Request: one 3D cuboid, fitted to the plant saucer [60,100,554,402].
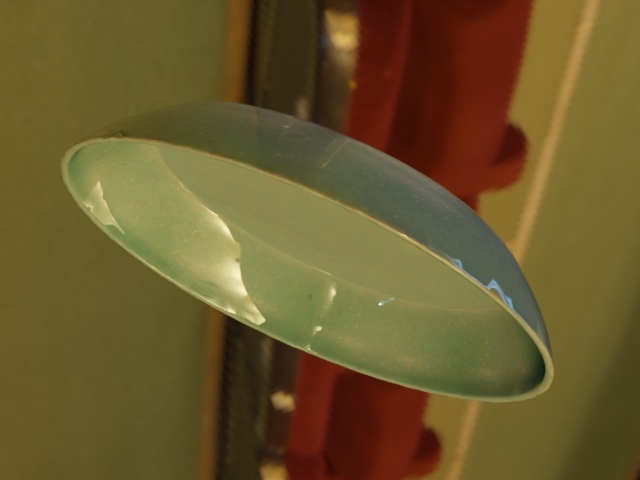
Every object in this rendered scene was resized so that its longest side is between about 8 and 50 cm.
[{"bbox_3d":[0.000,0.000,0.446,0.021,0.119,0.119,-66,156,-17],"label":"plant saucer"}]
